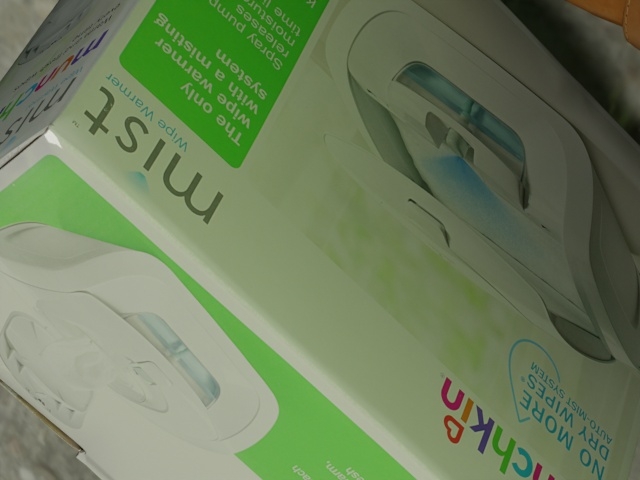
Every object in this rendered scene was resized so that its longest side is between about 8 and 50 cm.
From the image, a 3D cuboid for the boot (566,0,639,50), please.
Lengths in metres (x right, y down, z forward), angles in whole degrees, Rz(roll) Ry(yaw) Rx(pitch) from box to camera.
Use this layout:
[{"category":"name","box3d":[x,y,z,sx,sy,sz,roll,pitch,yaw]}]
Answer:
[{"category":"boot","box3d":[0.204,-0.173,0.652,0.220,0.109,0.283,35,109,53]}]

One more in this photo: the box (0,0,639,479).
[{"category":"box","box3d":[0.000,0.000,0.725,0.262,0.231,0.126,44,133,-17]}]
